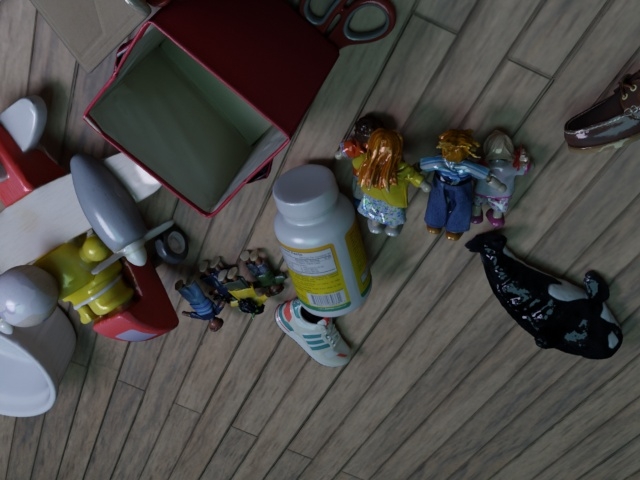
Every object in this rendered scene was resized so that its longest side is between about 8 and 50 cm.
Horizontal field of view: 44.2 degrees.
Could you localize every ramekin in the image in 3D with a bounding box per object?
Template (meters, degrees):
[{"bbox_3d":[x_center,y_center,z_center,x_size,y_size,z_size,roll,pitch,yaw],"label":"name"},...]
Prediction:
[{"bbox_3d":[-0.600,0.195,1.479,0.277,0.135,0.277,9,133,9],"label":"ramekin"}]

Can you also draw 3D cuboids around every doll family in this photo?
[{"bbox_3d":[0.138,-0.078,1.006,0.263,0.118,0.163,8,134,10],"label":"doll family"},{"bbox_3d":[-0.145,0.088,1.287,0.193,0.076,0.111,-9,133,31],"label":"doll family"}]

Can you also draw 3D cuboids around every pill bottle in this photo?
[{"bbox_3d":[0.000,0.000,1.123,0.117,0.117,0.208,-2,132,18],"label":"pill bottle"}]

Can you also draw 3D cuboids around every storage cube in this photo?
[{"bbox_3d":[-0.121,-0.180,0.922,0.215,0.193,0.183,38,134,-14],"label":"storage cube"}]

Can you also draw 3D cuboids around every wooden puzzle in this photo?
[{"bbox_3d":[-0.273,-0.296,0.811,0.221,0.044,0.238,54,155,-15],"label":"wooden puzzle"}]

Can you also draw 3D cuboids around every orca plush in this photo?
[{"bbox_3d":[0.328,0.100,1.128,0.151,0.102,0.287,-24,122,33],"label":"orca plush"}]

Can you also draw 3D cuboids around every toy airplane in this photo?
[{"bbox_3d":[-0.393,-0.005,1.130,0.384,0.272,0.386,15,135,4],"label":"toy airplane"}]

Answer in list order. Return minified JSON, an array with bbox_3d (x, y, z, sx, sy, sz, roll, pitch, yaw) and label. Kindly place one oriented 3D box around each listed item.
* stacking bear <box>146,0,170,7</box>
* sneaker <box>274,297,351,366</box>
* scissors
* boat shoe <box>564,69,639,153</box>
[{"bbox_3d":[-0.053,-0.321,0.758,0.289,0.164,0.175,-17,89,10],"label":"stacking bear"},{"bbox_3d":[0.002,0.152,1.307,0.161,0.057,0.075,41,136,-18],"label":"sneaker"},{"bbox_3d":[-0.025,-0.228,0.988,0.109,0.021,0.297,36,133,-19],"label":"scissors"},{"bbox_3d":[0.373,-0.164,0.891,0.207,0.073,0.073,-21,122,23],"label":"boat shoe"}]
